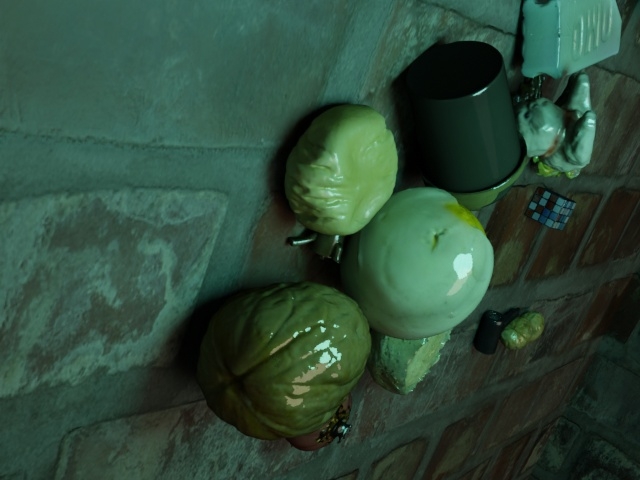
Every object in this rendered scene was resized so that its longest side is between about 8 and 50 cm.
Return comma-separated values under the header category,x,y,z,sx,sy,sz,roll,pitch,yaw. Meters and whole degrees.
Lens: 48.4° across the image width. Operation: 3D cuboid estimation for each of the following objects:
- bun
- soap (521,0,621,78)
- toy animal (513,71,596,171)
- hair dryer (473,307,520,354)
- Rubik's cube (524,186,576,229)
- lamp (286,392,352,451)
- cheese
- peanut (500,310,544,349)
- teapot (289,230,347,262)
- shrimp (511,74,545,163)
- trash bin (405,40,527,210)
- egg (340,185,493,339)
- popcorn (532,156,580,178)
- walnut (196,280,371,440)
category,x,y,z,sx,sy,sz,roll,pitch,yaw
bun,0.200,0.231,1.669,0.259,0.152,0.259,-47,154,-31
soap,0.557,-0.467,1.568,0.290,0.095,0.172,-26,121,-37
toy animal,0.502,-0.266,1.564,0.266,0.188,0.307,55,33,-48
hair dryer,0.573,0.248,2.242,0.255,0.070,0.128,-29,137,-46
Rubik's cube,0.655,-0.091,2.026,0.092,0.092,0.092,3,114,-53
lamp,-0.003,0.376,1.546,0.182,0.140,0.182,-32,137,-36
cheese,0.038,-0.126,1.222,0.226,0.117,0.214,-45,141,-26
peanut,0.670,0.298,2.360,0.229,0.098,0.103,-12,158,-50
teapot,0.000,0.000,1.304,0.110,0.085,0.080,8,111,-32
shrimp,0.458,-0.283,1.645,0.145,0.059,0.254,-23,124,-36
trash bin,0.286,-0.201,1.379,0.214,0.214,0.333,-43,138,-20
egg,0.177,0.055,1.380,0.283,0.283,0.345,-42,168,-21
popcorn,0.624,-0.223,1.867,0.145,0.126,0.125,19,76,-39
walnut,-0.058,0.202,1.237,0.313,0.252,0.277,-7,123,-60
